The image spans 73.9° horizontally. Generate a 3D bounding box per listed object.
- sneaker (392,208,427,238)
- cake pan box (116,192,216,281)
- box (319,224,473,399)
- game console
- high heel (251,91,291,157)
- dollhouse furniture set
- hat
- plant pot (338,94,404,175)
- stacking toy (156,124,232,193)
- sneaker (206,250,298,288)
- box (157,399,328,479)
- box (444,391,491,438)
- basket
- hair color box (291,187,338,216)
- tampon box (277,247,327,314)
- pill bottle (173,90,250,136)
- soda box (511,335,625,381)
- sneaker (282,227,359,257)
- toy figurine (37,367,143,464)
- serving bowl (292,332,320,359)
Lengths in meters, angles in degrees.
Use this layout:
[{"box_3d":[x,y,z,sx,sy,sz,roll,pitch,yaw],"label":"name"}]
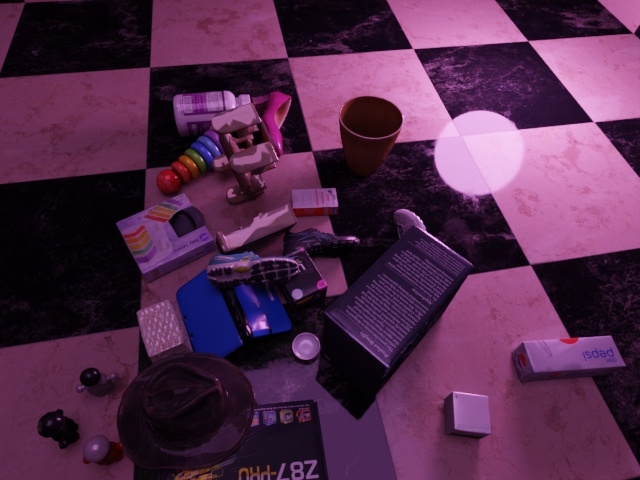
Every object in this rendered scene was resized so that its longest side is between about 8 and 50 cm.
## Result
[{"box_3d":[0.311,0.010,1.472,0.115,0.105,0.282,-15,59,-14],"label":"sneaker"},{"box_3d":[-0.524,-0.018,1.465,0.266,0.070,0.246,-27,64,-20],"label":"cake pan box"},{"box_3d":[0.206,0.204,1.220,0.212,0.294,0.395,39,62,21],"label":"box"},{"box_3d":[-0.276,0.218,1.343,0.250,0.173,0.293,-1,49,-43],"label":"game console"},{"box_3d":[-0.165,-0.496,1.777,0.181,0.127,0.378,-12,59,-13],"label":"high heel"},{"box_3d":[-0.284,-0.175,1.423,0.256,0.362,0.395,-24,87,-18],"label":"dollhouse furniture set"},{"box_3d":[-0.322,0.374,1.026,0.330,0.134,0.332,6,42,-5],"label":"hat"},{"box_3d":[0.176,-0.379,1.638,0.236,0.254,0.237,2,56,-3],"label":"plant pot"},{"box_3d":[-0.482,-0.300,1.624,0.141,0.141,0.330,36,65,20],"label":"stacking toy"},{"box_3d":[-0.203,0.072,1.288,0.274,0.107,0.110,0,37,-6],"label":"sneaker"},{"box_3d":[-0.182,0.565,1.020,0.394,0.097,0.319,1,47,-12],"label":"box"},{"box_3d":[0.401,0.480,1.168,0.101,0.087,0.102,7,55,2],"label":"box"},{"box_3d":[-0.457,0.272,1.248,0.113,0.103,0.167,-22,61,-16],"label":"basket"},{"box_3d":[-0.022,-0.142,1.587,0.167,0.053,0.093,-3,55,-4],"label":"hair color box"},{"box_3d":[-0.069,0.130,1.369,0.120,0.102,0.161,-25,61,-18],"label":"tampon box"},{"box_3d":[-0.435,-0.523,1.751,0.301,0.169,0.170,-7,57,-9],"label":"pill bottle"},{"box_3d":[0.734,0.353,1.273,0.285,0.091,0.098,-2,56,-5],"label":"soda box"},{"box_3d":[0.000,0.000,1.464,0.266,0.101,0.106,-5,54,-7],"label":"sneaker"},{"box_3d":[-0.570,0.447,1.096,0.212,0.148,0.210,22,57,12],"label":"toy figurine"},{"box_3d":[-0.044,0.322,1.284,0.083,0.027,0.084,2,56,-2],"label":"serving bowl"}]
